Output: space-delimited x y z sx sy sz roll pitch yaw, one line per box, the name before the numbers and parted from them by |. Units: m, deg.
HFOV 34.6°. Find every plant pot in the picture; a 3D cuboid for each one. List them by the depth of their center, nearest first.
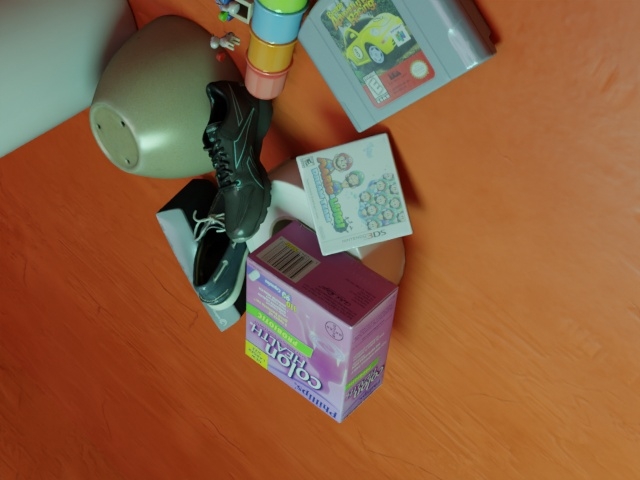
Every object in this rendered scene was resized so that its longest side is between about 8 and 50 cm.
plant pot | -0.279 -0.217 1.759 0.284 0.191 0.284 29 139 29

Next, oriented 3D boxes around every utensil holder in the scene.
utensil holder | -0.562 -0.328 1.815 0.328 0.385 0.327 29 139 30

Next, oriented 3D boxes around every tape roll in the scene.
tape roll | 0.000 0.000 1.709 0.286 0.100 0.286 31 141 29

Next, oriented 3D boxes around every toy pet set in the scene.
toy pet set | -0.142 -0.353 1.544 0.065 0.114 0.122 30 140 15

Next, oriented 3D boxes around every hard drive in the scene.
hard drive | -0.194 0.021 1.902 0.054 0.172 0.254 -17 109 29

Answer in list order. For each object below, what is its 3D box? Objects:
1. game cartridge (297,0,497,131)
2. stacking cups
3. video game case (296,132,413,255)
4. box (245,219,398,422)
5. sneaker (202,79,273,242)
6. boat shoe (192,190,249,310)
game cartridge | 0.089 -0.278 1.400 0.294 0.060 0.196 -25 97 55
stacking cups | -0.060 -0.338 1.498 0.096 0.096 0.316 42 149 15
video game case | 0.052 -0.069 1.548 0.143 0.019 0.157 -14 95 10
box | -0.005 0.130 1.640 0.214 0.117 0.243 33 142 25
sneaker | -0.143 -0.129 1.636 0.101 0.106 0.267 -16 69 46
boat shoe | -0.176 -0.002 1.794 0.095 0.254 0.079 -9 143 27
